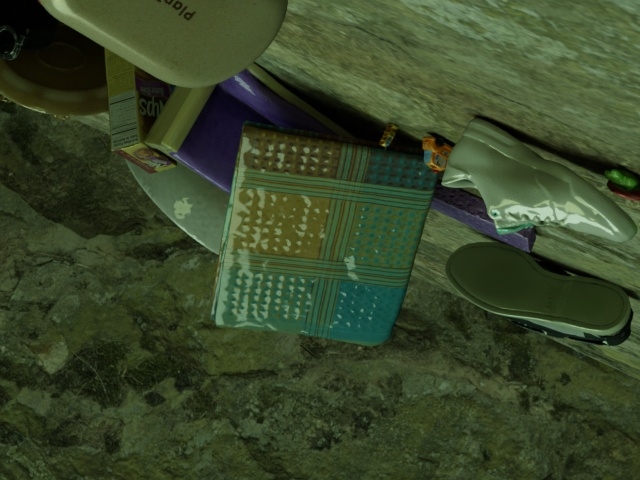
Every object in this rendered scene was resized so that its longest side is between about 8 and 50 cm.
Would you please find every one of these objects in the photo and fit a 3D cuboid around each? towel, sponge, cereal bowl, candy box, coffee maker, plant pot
[{"bbox_3d":[0.000,0.000,1.749,0.271,0.040,0.370,8,133,-5],"label":"towel"},{"bbox_3d":[0.221,-0.045,1.893,0.210,0.031,0.117,25,175,16],"label":"sponge"},{"bbox_3d":[-0.175,-0.121,2.222,0.339,0.141,0.339,39,-162,-15],"label":"cereal bowl"},{"bbox_3d":[-0.261,-0.202,1.847,0.053,0.186,0.109,-13,161,20],"label":"candy box"},{"bbox_3d":[-0.424,-0.295,1.696,0.171,0.120,0.178,45,-155,7],"label":"coffee maker"},{"bbox_3d":[-0.404,-0.276,1.974,0.236,0.032,0.236,12,-141,-10],"label":"plant pot"}]

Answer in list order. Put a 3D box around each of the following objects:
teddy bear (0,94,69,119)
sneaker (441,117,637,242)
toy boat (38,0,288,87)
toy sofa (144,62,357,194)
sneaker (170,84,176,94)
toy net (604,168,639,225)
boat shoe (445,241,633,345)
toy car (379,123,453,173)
[{"bbox_3d":[-0.491,-0.285,2.041,0.338,0.113,0.245,-5,-142,-38],"label":"teddy bear"},{"bbox_3d":[0.222,-0.039,1.318,0.212,0.094,0.080,33,-178,26],"label":"sneaker"},{"bbox_3d":[-0.140,-0.239,1.096,0.231,0.151,0.151,30,-155,-37],"label":"toy boat"},{"bbox_3d":[-0.047,-0.104,1.775,0.362,0.150,0.177,33,173,-26],"label":"toy sofa"},{"bbox_3d":[-0.253,-0.242,2.089,0.232,0.081,0.090,25,-169,8],"label":"sneaker"},{"bbox_3d":[0.358,-0.012,1.335,0.122,0.045,0.232,24,176,25],"label":"toy net"},{"bbox_3d":[0.369,0.097,2.136,0.340,0.127,0.113,12,157,33],"label":"boat shoe"},{"bbox_3d":[0.126,-0.109,1.582,0.060,0.040,0.122,29,175,-35],"label":"toy car"}]
